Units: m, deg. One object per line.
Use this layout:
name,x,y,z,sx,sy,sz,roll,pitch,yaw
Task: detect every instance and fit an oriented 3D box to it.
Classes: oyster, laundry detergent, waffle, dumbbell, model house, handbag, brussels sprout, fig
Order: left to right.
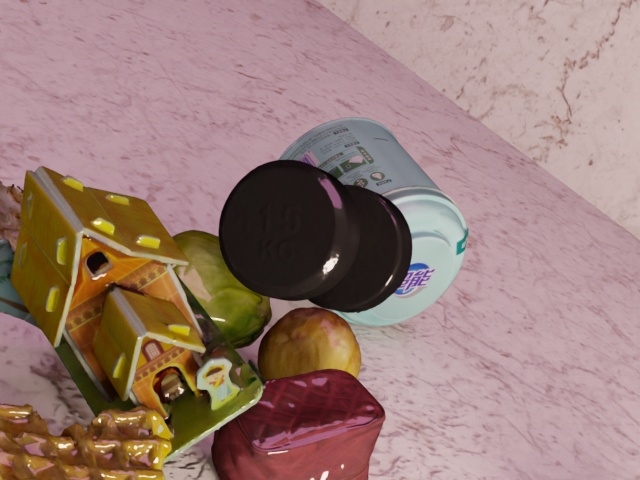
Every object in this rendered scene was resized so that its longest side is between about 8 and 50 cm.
oyster,-0.495,-0.010,1.919,0.166,0.094,0.294,50,16,2
waffle,-0.340,0.252,1.471,0.324,0.151,0.261,19,30,-14
model house,-0.310,0.103,1.633,0.340,0.323,0.300,-32,46,-12
brussels sprout,-0.177,0.082,1.965,0.223,0.161,0.223,24,17,-8
handbag,-0.031,0.267,1.753,0.225,0.135,0.146,-10,40,-29
fig,-0.017,0.226,1.924,0.159,0.159,0.257,19,48,-21
dumbbell,0.000,0.000,1.984,0.204,0.204,0.322,39,8,21
laundry detergent,0.088,-0.021,2.309,0.287,0.287,0.305,10,30,-37
